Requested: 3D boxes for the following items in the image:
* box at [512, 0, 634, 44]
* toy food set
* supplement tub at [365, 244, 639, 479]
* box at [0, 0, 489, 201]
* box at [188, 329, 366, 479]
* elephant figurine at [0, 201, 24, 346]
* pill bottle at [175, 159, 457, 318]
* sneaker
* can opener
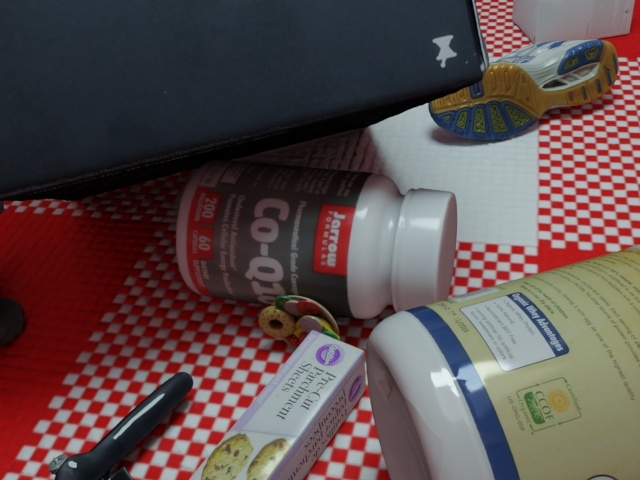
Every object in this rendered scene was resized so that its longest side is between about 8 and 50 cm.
[{"bbox_3d":[0.445,-0.420,1.276,0.170,0.091,0.130,-10,40,-3],"label":"box"},{"bbox_3d":[-0.019,0.090,0.754,0.083,0.082,0.020,42,43,-9],"label":"toy food set"},{"bbox_3d":[0.213,0.131,0.555,0.316,0.228,0.228,-15,40,-7],"label":"supplement tub"},{"bbox_3d":[-0.138,-0.238,0.846,0.479,0.298,0.472,-15,8,-9],"label":"box"},{"bbox_3d":[-0.066,0.214,0.632,0.067,0.063,0.324,20,47,28],"label":"box"},{"bbox_3d":[-0.424,0.077,0.811,0.239,0.186,0.169,41,16,30],"label":"elephant figurine"},{"bbox_3d":[0.000,0.000,0.798,0.283,0.161,0.161,6,42,17],"label":"pill bottle"},{"bbox_3d":[0.291,-0.231,1.090,0.296,0.112,0.131,-15,23,-10],"label":"sneaker"},{"bbox_3d":[-0.192,0.195,0.692,0.059,0.073,0.186,-26,17,45],"label":"can opener"}]
